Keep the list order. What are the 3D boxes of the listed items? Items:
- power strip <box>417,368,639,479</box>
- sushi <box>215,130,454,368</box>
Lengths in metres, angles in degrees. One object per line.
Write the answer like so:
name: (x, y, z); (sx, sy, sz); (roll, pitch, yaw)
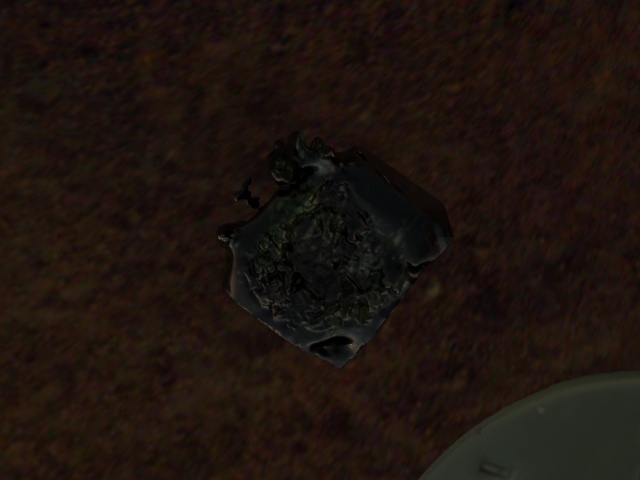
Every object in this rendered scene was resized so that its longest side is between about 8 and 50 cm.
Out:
power strip: (0.199, 0.246, 0.943); (0.357, 0.161, 0.357); (-9, 61, 17)
sushi: (0.000, 0.000, 0.707); (0.085, 0.056, 0.083); (34, 104, -8)
